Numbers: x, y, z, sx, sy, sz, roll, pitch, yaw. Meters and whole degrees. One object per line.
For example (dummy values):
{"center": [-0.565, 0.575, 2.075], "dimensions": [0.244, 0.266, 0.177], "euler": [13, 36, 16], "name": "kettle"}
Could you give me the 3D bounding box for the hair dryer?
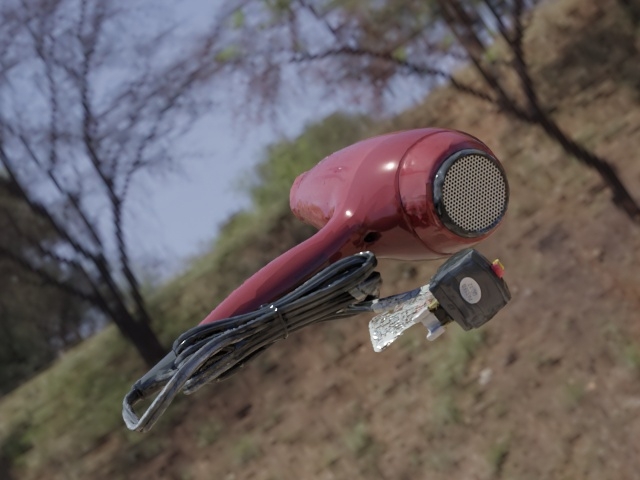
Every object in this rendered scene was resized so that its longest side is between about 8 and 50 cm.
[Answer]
{"center": [0.000, 0.000, 0.900], "dimensions": [0.224, 0.080, 0.293], "euler": [-17, 14, 12], "name": "hair dryer"}
